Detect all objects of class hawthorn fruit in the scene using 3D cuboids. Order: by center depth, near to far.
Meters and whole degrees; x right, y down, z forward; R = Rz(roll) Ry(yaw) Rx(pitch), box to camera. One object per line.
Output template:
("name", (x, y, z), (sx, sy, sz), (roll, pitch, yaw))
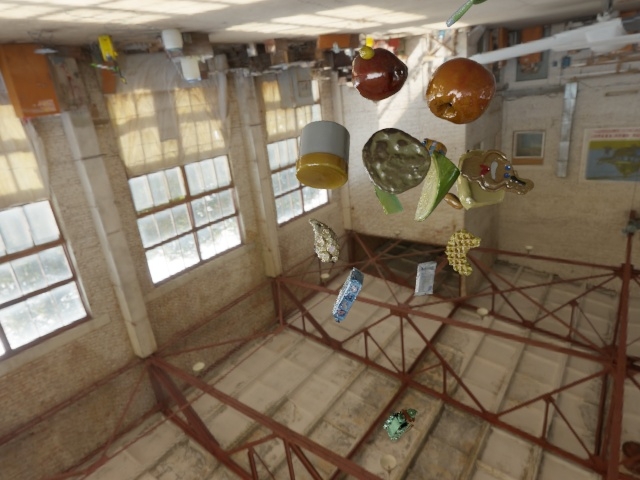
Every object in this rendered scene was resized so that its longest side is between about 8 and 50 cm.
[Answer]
("hawthorn fruit", (0.345, -0.964, 2.366), (0.324, 0.308, 0.308), (-7, -162, 27))

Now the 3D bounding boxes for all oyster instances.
("oyster", (0.000, 0.000, 1.605), (0.081, 0.163, 0.191), (-15, -119, -36))

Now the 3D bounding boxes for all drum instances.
("drum", (0.568, -0.881, 1.500), (0.130, 0.049, 0.253), (-22, 180, -8))

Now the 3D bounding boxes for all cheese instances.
("cheese", (0.823, -0.327, 2.127), (0.259, 0.316, 0.128), (-9, 172, -18))

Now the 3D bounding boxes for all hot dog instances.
("hot dog", (0.713, -0.217, 2.215), (0.140, 0.060, 0.090), (47, -154, 12))

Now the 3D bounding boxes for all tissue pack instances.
("tissue pack", (0.574, 0.208, 2.228), (0.122, 0.193, 0.026), (-4, -163, -23))

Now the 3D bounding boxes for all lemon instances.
("lemon", (0.234, -0.958, 2.083), (0.092, 0.065, 0.065), (2, -165, -26))

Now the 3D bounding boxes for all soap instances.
("soap", (0.143, 0.284, 2.129), (0.077, 0.293, 0.156), (25, -156, 0))

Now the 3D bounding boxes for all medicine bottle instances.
("medicine bottle", (0.014, -0.381, 1.848), (0.237, 0.232, 0.238), (5, 160, 2))

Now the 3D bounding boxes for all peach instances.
("peach", (0.723, -0.779, 2.111), (0.302, 0.343, 0.342), (-56, -144, -8))

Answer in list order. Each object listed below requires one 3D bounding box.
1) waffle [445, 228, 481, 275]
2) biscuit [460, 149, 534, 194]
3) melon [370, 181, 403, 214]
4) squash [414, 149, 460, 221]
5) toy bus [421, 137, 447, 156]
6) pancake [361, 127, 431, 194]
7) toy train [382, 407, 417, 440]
("waffle", (0.608, 0.047, 1.735), (0.051, 0.194, 0.149), (-18, -133, -37))
("biscuit", (0.792, -0.297, 1.828), (0.319, 0.183, 0.047), (34, -175, 9))
("melon", (0.359, -0.239, 2.287), (0.114, 0.262, 0.053), (-45, -157, -9))
("squash", (0.498, -0.225, 1.831), (0.203, 0.289, 0.111), (33, -170, -38))
("toy bus", (0.619, -0.463, 2.301), (0.126, 0.209, 0.136), (26, 178, -39))
("pancake", (0.308, -0.333, 1.708), (0.294, 0.294, 0.049), (-8, 174, -4))
("toy train", (0.302, 0.674, 1.517), (0.118, 0.176, 0.074), (-19, -128, -25))
